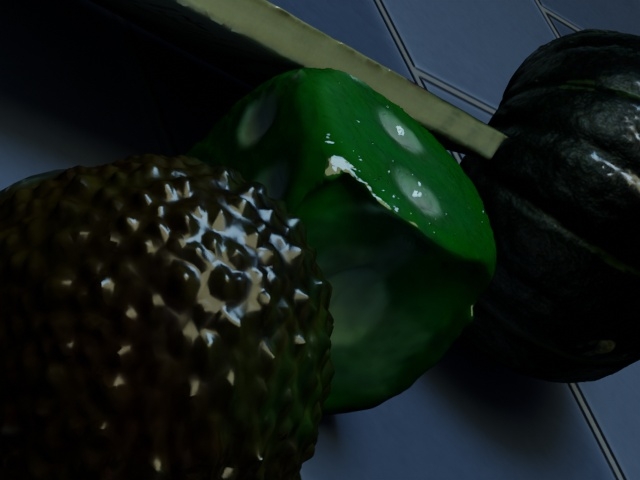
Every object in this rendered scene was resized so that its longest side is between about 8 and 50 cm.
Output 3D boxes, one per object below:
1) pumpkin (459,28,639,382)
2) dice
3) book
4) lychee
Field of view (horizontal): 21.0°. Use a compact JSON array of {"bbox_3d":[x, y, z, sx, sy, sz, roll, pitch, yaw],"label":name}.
[{"bbox_3d":[0.160,-0.021,1.035,0.162,0.220,0.220,30,26,-3],"label":"pumpkin"},{"bbox_3d":[0.000,0.000,0.854,0.131,0.128,0.120,28,29,-32],"label":"dice"},{"bbox_3d":[-0.056,-0.116,0.934,0.289,0.026,0.201,23,-1,-39],"label":"book"},{"bbox_3d":[-0.067,0.051,0.656,0.171,0.171,0.171,37,27,-22],"label":"lychee"}]
